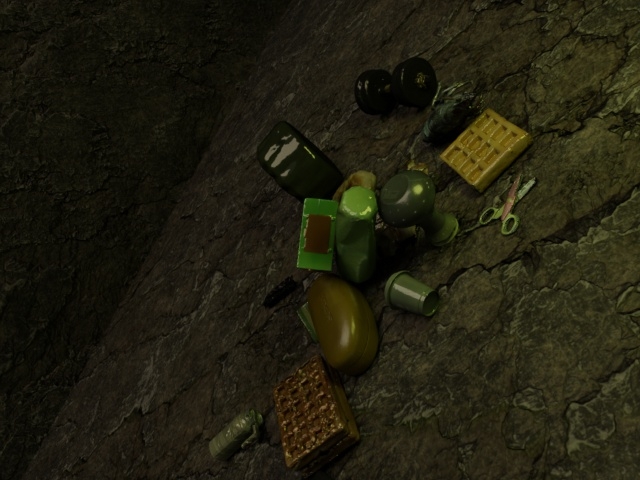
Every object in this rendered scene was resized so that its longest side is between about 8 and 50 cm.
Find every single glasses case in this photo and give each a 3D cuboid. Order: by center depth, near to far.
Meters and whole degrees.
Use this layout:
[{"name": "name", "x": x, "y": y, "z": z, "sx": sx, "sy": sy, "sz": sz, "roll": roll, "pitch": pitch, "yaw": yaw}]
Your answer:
[{"name": "glasses case", "x": 0.061, "y": 0.237, "z": 1.825, "sx": 0.173, "sy": 0.141, "sz": 0.371, "roll": -44, "pitch": 34, "yaw": 15}]

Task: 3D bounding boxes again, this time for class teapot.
[{"name": "teapot", "x": 0.293, "y": -0.085, "z": 1.719, "sx": 0.183, "sy": 0.251, "sz": 0.184, "roll": -31, "pitch": 40, "yaw": 31}, {"name": "teapot", "x": -0.274, "y": 0.650, "z": 1.937, "sx": 0.200, "sy": 0.077, "sz": 0.107, "roll": -45, "pitch": 37, "yaw": 14}]

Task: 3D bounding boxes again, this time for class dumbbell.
[{"name": "dumbbell", "x": 0.284, "y": -0.587, "z": 2.261, "sx": 0.388, "sy": 0.185, "sz": 0.185, "roll": 4, "pitch": 64, "yaw": 54}]

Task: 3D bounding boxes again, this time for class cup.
[{"name": "cup", "x": 0.265, "y": 0.157, "z": 1.676, "sx": 0.141, "sy": 0.120, "sz": 0.120, "roll": 20, "pitch": 76, "yaw": 43}]

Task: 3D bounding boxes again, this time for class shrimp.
[{"name": "shrimp", "x": 0.422, "y": -0.439, "z": 1.899, "sx": 0.137, "sy": 0.172, "sz": 0.372, "roll": -38, "pitch": -5, "yaw": -33}]

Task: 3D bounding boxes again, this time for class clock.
[{"name": "clock", "x": 0.000, "y": 0.000, "z": 1.908, "sx": 0.255, "sy": 0.106, "sz": 0.220, "roll": 67, "pitch": -151, "yaw": -80}]

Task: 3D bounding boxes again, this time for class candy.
[{"name": "candy", "x": 0.115, "y": -0.014, "z": 1.790, "sx": 0.132, "sy": 0.344, "sz": 0.142, "roll": 30, "pitch": 59, "yaw": 23}]

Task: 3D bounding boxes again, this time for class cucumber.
[{"name": "cucumber", "x": -0.159, "y": 0.197, "z": 2.232, "sx": 0.181, "sy": 0.053, "sz": 0.053, "roll": -40, "pitch": 35, "yaw": 23}]

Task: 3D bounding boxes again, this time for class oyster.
[{"name": "oyster", "x": 0.258, "y": -0.099, "z": 1.895, "sx": 0.337, "sy": 0.133, "sz": 0.198, "roll": -57, "pitch": 40, "yaw": 4}]

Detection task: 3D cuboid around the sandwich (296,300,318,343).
[{"name": "sandwich", "x": -0.028, "y": 0.275, "z": 1.966, "sx": 0.074, "sy": 0.074, "sz": 0.116, "roll": -41, "pitch": 34, "yaw": 21}]

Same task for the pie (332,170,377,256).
[{"name": "pie", "x": 0.101, "y": -0.107, "z": 2.059, "sx": 0.337, "sy": 0.075, "sz": 0.338, "roll": -161, "pitch": 90, "yaw": -74}]

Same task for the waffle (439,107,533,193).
[{"name": "waffle", "x": 0.504, "y": -0.283, "z": 1.811, "sx": 0.221, "sy": 0.055, "sz": 0.248, "roll": -47, "pitch": 33, "yaw": 12}]

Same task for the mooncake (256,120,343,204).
[{"name": "mooncake", "x": -0.083, "y": -0.293, "z": 2.309, "sx": 0.194, "sy": 0.356, "sz": 0.356, "roll": -45, "pitch": 33, "yaw": 9}]

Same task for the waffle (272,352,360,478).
[{"name": "waffle", "x": -0.024, "y": 0.501, "z": 1.715, "sx": 0.213, "sy": 0.091, "sz": 0.308, "roll": -39, "pitch": 32, "yaw": 11}]

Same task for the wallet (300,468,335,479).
[{"name": "wallet", "x": 0.020, "y": 0.709, "z": 1.548, "sx": 0.285, "sy": 0.030, "sz": 0.146, "roll": 10, "pitch": 66, "yaw": 54}]

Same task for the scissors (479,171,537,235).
[{"name": "scissors", "x": 0.534, "y": -0.107, "z": 1.643, "sx": 0.187, "sy": 0.020, "sz": 0.133, "roll": -57, "pitch": 35, "yaw": 0}]
